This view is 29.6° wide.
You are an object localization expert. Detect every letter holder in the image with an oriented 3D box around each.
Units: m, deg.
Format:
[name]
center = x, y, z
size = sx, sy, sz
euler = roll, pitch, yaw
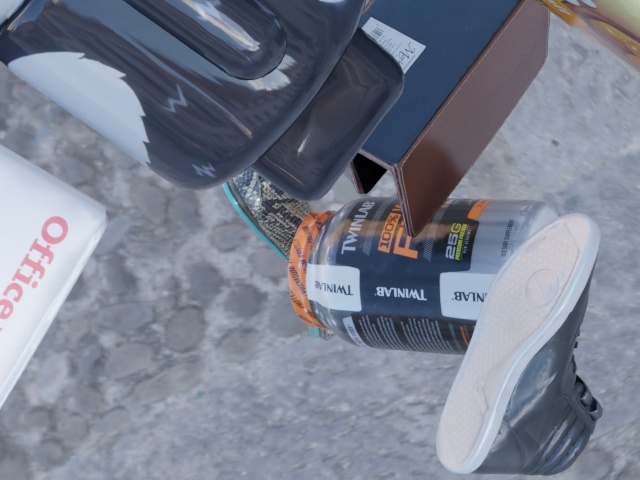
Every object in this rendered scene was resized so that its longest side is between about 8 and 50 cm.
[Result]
[letter holder]
center = 0.127, -0.184, 1.418
size = 0.152, 0.214, 0.302
euler = 32, 75, 22

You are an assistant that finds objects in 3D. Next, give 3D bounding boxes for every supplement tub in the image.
[supplement tub]
center = 0.142, 0.046, 1.598
size = 0.338, 0.207, 0.207
euler = 2, 88, 27

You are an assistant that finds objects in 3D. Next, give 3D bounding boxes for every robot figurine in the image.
[robot figurine]
center = -0.090, -0.136, 0.666
size = 0.209, 0.278, 0.173
euler = -27, 34, 47

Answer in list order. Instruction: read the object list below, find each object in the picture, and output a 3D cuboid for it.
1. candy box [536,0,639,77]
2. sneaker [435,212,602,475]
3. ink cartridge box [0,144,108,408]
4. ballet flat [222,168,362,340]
[candy box]
center = 0.161, -0.184, 0.713
size = 0.316, 0.183, 0.087
euler = 33, 95, -16
[sneaker]
center = 0.241, 0.118, 1.264
size = 0.104, 0.147, 0.295
euler = 37, 106, 56
[ink cartridge box]
center = -0.306, -0.005, 0.777
size = 0.273, 0.115, 0.198
euler = 32, 84, -20
[ballet flat]
center = 0.000, 0.000, 1.928
size = 0.182, 0.483, 0.164
euler = -24, 51, 3
